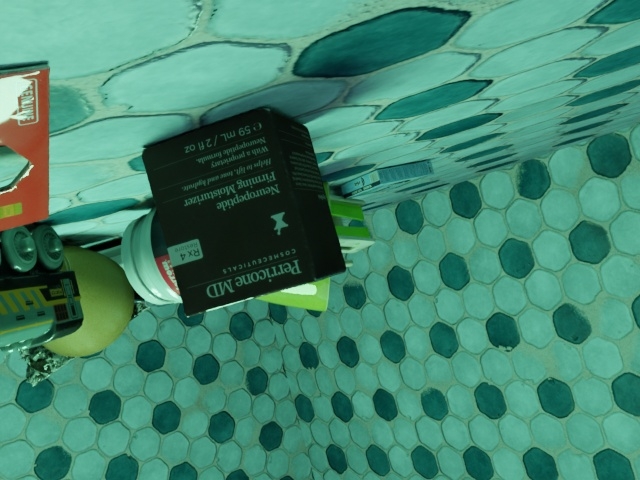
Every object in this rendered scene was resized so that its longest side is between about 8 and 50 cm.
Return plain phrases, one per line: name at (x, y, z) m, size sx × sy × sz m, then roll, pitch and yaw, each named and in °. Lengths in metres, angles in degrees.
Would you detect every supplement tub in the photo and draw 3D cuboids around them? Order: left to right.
supplement tub at (-0.193, 0.003, 1.196) m, size 0.272 × 0.191 × 0.191 m, roll -17°, pitch 178°, yaw 24°

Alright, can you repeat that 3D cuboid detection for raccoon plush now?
raccoon plush at (-0.692, 0.163, 1.771) m, size 0.446 × 0.299 × 0.216 m, roll -36°, pitch -176°, yaw -41°

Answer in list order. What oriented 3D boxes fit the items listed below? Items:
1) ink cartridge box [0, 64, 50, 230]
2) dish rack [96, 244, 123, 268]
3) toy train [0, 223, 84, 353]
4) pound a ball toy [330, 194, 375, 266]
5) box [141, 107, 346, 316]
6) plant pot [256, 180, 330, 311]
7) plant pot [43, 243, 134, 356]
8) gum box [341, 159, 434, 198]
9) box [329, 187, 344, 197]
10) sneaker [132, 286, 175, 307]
ink cartridge box at (-0.339, -0.017, 0.527) m, size 0.261 × 0.066 × 0.296 m, roll -14°, pitch 166°, yaw -25°
dish rack at (-0.471, 0.034, 1.699) m, size 0.332 × 0.073 × 0.285 m, roll -16°, pitch 177°, yaw 11°
toy train at (-0.485, 0.077, 1.025) m, size 0.142 × 0.190 × 0.334 m, roll -16°, pitch 178°, yaw 8°
pound a ball toy at (0.000, 0.000, 1.728) m, size 0.135 × 0.208 × 0.319 m, roll -25°, pitch 162°, yaw 36°
box at (-0.086, -0.033, 0.831) m, size 0.168 × 0.203 × 0.167 m, roll -16°, pitch 177°, yaw 14°
plant pot at (-0.134, 0.011, 1.414) m, size 0.293 × 0.275 × 0.275 m, roll 1°, pitch 177°, yaw -4°
plant pot at (-0.532, 0.104, 1.389) m, size 0.237 × 0.237 × 0.254 m, roll -15°, pitch 164°, yaw -6°
gum box at (0.171, -0.156, 1.733) m, size 0.184 × 0.041 × 0.157 m, roll -13°, pitch 177°, yaw -34°
box at (0.002, -0.106, 1.897) m, size 0.145 × 0.038 × 0.186 m, roll -15°, pitch 177°, yaw 3°
sneaker at (-0.356, 0.104, 1.672) m, size 0.349 × 0.131 × 0.148 m, roll -18°, pitch -178°, yaw 41°
